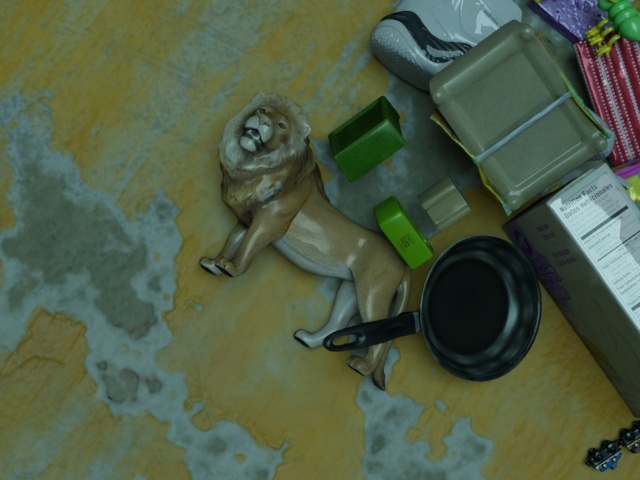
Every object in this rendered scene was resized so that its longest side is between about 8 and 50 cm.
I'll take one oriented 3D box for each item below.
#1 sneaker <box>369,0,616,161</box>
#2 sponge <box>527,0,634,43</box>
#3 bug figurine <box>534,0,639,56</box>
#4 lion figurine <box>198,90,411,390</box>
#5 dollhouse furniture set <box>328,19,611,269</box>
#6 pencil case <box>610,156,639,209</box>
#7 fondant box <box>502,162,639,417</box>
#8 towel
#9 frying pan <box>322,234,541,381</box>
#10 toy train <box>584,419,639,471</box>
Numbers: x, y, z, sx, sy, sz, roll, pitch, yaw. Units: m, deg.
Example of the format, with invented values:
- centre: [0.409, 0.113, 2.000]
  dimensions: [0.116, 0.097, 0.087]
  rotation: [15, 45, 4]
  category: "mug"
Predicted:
- centre: [0.269, -0.267, 1.318]
  dimensions: [0.366, 0.137, 0.210]
  rotation: [29, 85, 4]
  category: "sneaker"
- centre: [0.412, -0.385, 1.395]
  dimensions: [0.117, 0.031, 0.210]
  rotation: [40, 83, 2]
  category: "sponge"
- centre: [0.440, -0.382, 1.331]
  dimensions: [0.279, 0.072, 0.216]
  rotation: [-24, 71, -7]
  category: "bug figurine"
- centre: [0.000, 0.000, 1.288]
  dimensions: [0.392, 0.142, 0.240]
  rotation: [40, 74, -12]
  category: "lion figurine"
- centre: [0.187, -0.132, 1.254]
  dimensions: [0.301, 0.151, 0.197]
  rotation: [-35, 104, 11]
  category: "dollhouse furniture set"
- centre: [0.475, -0.080, 1.325]
  dimensions: [0.236, 0.104, 0.104]
  rotation: [-19, 85, -8]
  category: "pencil case"
- centre: [0.388, 0.077, 1.234]
  dimensions: [0.096, 0.238, 0.330]
  rotation: [-33, 86, -6]
  category: "fondant box"
- centre: [0.510, -0.235, 1.369]
  dimensions: [0.275, 0.031, 0.199]
  rotation: [-21, 95, -6]
  category: "towel"
- centre: [0.162, 0.123, 1.267]
  dimensions: [0.326, 0.053, 0.197]
  rotation: [-33, 104, -21]
  category: "frying pan"
- centre: [0.435, 0.274, 1.320]
  dimensions: [0.158, 0.027, 0.036]
  rotation: [-29, 96, -7]
  category: "toy train"
